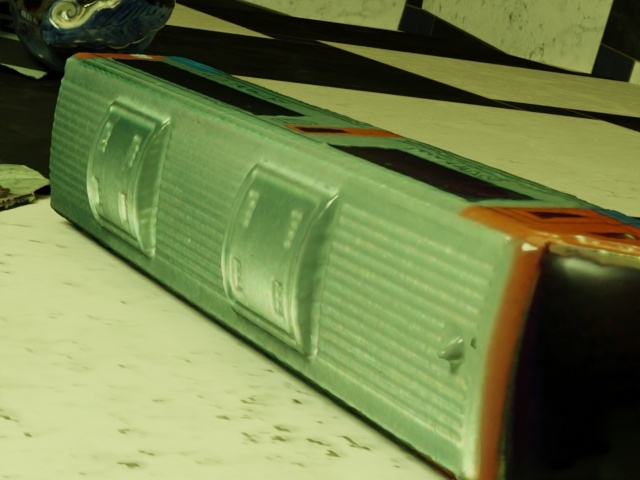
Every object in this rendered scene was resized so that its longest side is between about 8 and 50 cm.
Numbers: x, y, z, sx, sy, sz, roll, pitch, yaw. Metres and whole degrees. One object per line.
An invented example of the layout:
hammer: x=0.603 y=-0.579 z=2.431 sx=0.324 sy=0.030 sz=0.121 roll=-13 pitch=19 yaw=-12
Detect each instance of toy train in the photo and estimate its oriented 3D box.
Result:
toy train: x=0.000 y=0.000 z=0.545 sx=0.089 sy=0.086 sz=0.409 roll=1 pitch=14 yaw=-31

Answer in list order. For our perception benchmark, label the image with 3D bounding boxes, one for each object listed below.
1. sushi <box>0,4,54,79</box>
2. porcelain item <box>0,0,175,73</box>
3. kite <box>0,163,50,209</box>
sushi: x=-0.342 y=-0.225 z=1.407 sx=0.294 sy=0.059 sz=0.292 roll=22 pitch=27 yaw=6
porcelain item: x=-0.270 y=-0.247 z=1.292 sx=0.186 sy=0.138 sz=0.288 roll=-22 pitch=46 yaw=-38
kite: x=-0.248 y=-0.038 z=0.723 sx=0.267 sy=0.013 sz=0.323 roll=3 pitch=12 yaw=-30
